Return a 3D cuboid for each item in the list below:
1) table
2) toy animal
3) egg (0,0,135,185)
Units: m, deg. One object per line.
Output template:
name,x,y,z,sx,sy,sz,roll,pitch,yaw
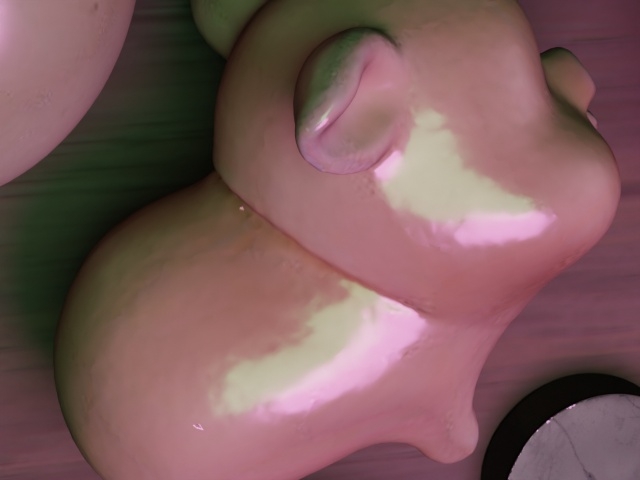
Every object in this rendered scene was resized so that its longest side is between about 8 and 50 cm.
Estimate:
table,0.169,0.152,0.964,0.134,0.043,0.133,-4,106,-13
toy animal,0.000,0.000,0.806,0.326,0.237,0.269,-29,121,-2
egg,-0.189,-0.149,0.702,0.219,0.219,0.269,-3,92,-13
